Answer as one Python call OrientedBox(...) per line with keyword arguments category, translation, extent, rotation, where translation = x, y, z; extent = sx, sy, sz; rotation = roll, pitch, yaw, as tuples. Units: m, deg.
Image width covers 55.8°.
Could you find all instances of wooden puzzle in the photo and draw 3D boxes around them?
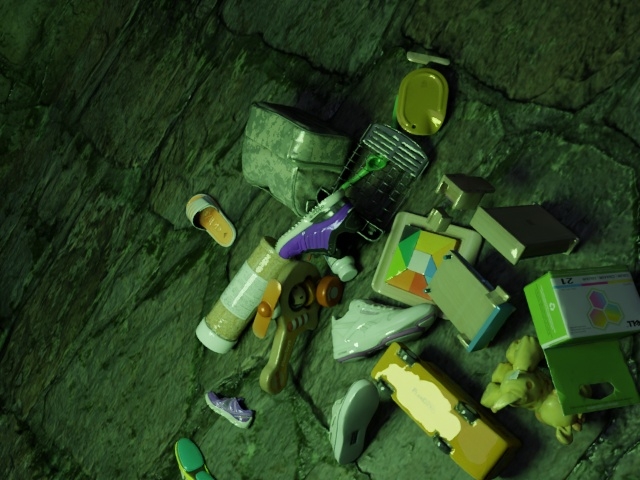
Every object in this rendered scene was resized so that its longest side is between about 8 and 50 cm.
OrientedBox(category="wooden puzzle", translation=(0.253, 0.054, 1.485), extent=(0.238, 0.044, 0.221), rotation=(20, 89, 37))

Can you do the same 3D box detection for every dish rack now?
OrientedBox(category="dish rack", translation=(0.140, -0.159, 1.563), extent=(0.208, 0.074, 0.272), rotation=(36, 103, 13))

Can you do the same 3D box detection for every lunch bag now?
OrientedBox(category="lunch bag", translation=(-0.083, -0.227, 1.700), extent=(0.305, 0.212, 0.256), rotation=(36, 115, 42))

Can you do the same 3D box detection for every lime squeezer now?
OrientedBox(category="lime squeezer", translation=(0.152, -0.246, 1.634), extent=(0.110, 0.058, 0.311), rotation=(40, 102, 36))

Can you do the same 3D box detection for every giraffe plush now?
OrientedBox(category="giraffe plush", translation=(0.447, 0.308, 1.217), extent=(0.170, 0.210, 0.182), rotation=(31, 93, 8))

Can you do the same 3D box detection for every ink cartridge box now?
OrientedBox(category="ink cartridge box", translation=(0.527, 0.187, 1.156), extent=(0.097, 0.188, 0.256), rotation=(120, 143, -62))

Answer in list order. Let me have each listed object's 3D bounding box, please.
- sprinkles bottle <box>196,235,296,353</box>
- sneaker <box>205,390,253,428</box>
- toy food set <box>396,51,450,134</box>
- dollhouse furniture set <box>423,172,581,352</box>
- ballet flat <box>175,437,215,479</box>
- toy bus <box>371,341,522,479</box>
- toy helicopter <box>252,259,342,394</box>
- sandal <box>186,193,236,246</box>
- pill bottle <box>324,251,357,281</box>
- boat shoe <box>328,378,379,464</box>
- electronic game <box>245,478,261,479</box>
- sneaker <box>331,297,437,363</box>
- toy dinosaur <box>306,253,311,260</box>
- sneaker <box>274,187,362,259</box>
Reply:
OrientedBox(category="sprinkles bottle", translation=(-0.216, 0.158, 1.746), extent=(0.355, 0.121, 0.121), rotation=(-53, 54, 12))
OrientedBox(category="sneaker", translation=(-0.257, 0.476, 1.738), extent=(0.169, 0.068, 0.071), rotation=(23, 76, 29))
OrientedBox(category="toy food set", translation=(0.271, -0.373, 1.583), extent=(0.128, 0.071, 0.218), rotation=(8, 84, 13))
OrientedBox(category="dollhouse furniture set", translation=(0.368, 0.051, 1.370), extent=(0.286, 0.198, 0.304), rotation=(52, 132, 38))
OrientedBox(category="ballet flat", translation=(-0.360, 0.679, 1.742), extent=(0.231, 0.077, 0.077), rotation=(41, 119, 34))
OrientedBox(category="toy bus", translation=(0.269, 0.367, 1.333), extent=(0.332, 0.130, 0.108), rotation=(41, 103, 36))
OrientedBox(category="toy helicopter", translation=(-0.092, 0.223, 1.567), extent=(0.140, 0.235, 0.355), rotation=(13, 85, 37))
OrientedBox(category="sandal", translation=(-0.366, -0.077, 1.947), extent=(0.265, 0.076, 0.102), rotation=(39, 100, 36))
OrientedBox(category="pill bottle", translation=(0.051, 0.048, 1.618), extent=(0.067, 0.067, 0.120), rotation=(-42, 57, 19))
OrientedBox(category="boat shoe", translation=(0.069, 0.417, 1.443), extent=(0.088, 0.096, 0.268), rotation=(48, 143, 45))
OrientedBox(category="electronic game", translation=(-0.177, 0.754, 1.601), extent=(0.229, 0.048, 0.230), rotation=(-10, 72, 34))
OrientedBox(category="sneaker", translation=(0.139, 0.194, 1.478), extent=(0.305, 0.114, 0.152), rotation=(-27, 62, 32))
OrientedBox(category="toy dinosaur", translation=(-0.030, 0.013, 1.690), extent=(0.047, 0.090, 0.082), rotation=(-24, 31, 45))
OrientedBox(category="sneaker", translation=(0.000, 0.000, 1.560), extent=(0.146, 0.102, 0.293), rotation=(50, 133, 0))
